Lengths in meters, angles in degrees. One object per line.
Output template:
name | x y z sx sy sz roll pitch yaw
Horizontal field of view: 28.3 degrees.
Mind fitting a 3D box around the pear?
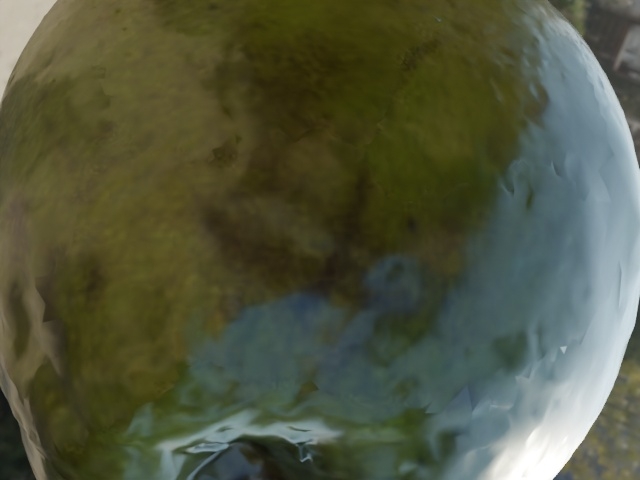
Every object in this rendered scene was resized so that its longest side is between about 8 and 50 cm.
pear | 0.000 0.000 0.649 0.413 0.352 0.352 -72 178 -57
